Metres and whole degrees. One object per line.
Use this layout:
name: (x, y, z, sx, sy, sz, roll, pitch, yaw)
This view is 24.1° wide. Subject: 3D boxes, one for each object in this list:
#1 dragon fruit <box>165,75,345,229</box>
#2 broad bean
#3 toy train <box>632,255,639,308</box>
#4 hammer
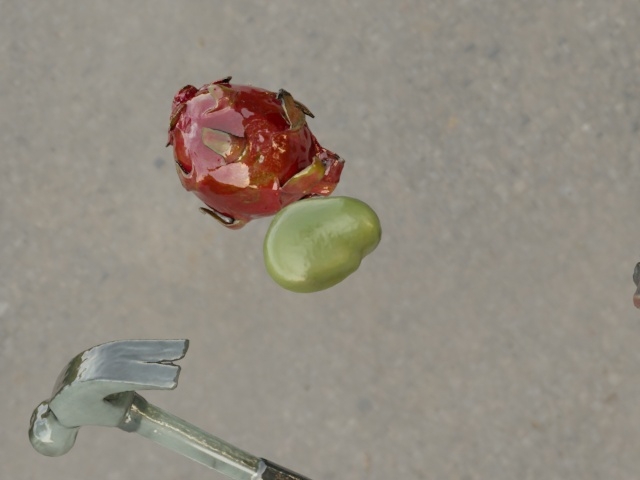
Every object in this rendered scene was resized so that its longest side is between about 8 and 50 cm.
dragon fruit: (-0.064, -0.075, 1.349, 0.166, 0.136, 0.133, 21, 83, -5)
broad bean: (0.000, 0.000, 0.987, 0.083, 0.045, 0.063, -27, 76, -17)
toy train: (0.412, 0.063, 1.428, 0.232, 0.369, 0.163, 30, 89, -1)
hammer: (-0.017, 0.119, 0.742, 0.103, 0.246, 0.029, -47, 22, 45)
